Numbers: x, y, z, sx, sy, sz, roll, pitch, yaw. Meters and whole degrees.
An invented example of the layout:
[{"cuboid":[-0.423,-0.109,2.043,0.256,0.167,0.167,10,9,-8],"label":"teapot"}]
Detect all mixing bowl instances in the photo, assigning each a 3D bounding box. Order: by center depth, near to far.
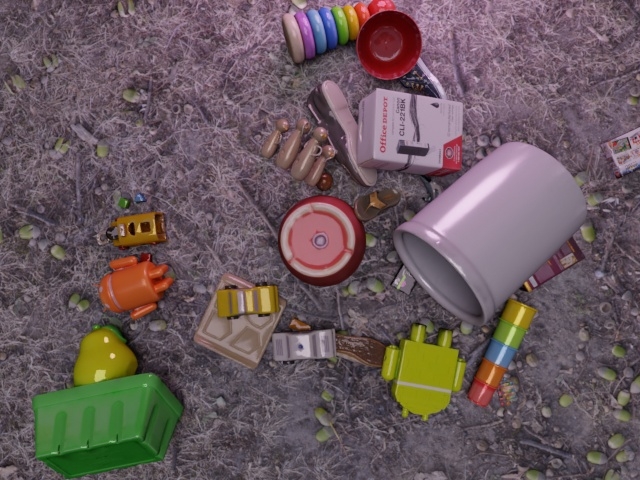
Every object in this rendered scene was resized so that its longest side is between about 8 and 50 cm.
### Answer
[{"cuboid":[0.191,-0.556,1.494,0.181,0.098,0.181,1,113,2],"label":"mixing bowl"}]

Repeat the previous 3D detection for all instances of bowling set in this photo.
[{"cuboid":[-0.027,-0.250,1.524,0.200,0.287,0.154,24,100,-39],"label":"bowling set"}]

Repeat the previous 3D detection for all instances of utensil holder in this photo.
[{"cuboid":[0.441,-0.021,1.378,0.385,0.327,0.327,-39,87,-10],"label":"utensil holder"}]

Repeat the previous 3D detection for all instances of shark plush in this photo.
[{"cuboid":[0.327,-0.129,1.545,0.067,0.073,0.161,-34,93,32],"label":"shark plush"}]

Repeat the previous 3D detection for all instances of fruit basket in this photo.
[{"cuboid":[-0.610,0.447,1.522,0.392,0.283,0.392,-7,46,7],"label":"fruit basket"}]

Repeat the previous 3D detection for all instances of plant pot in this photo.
[{"cuboid":[0.000,0.000,1.464,0.275,0.243,0.275,0,89,2],"label":"plant pot"}]

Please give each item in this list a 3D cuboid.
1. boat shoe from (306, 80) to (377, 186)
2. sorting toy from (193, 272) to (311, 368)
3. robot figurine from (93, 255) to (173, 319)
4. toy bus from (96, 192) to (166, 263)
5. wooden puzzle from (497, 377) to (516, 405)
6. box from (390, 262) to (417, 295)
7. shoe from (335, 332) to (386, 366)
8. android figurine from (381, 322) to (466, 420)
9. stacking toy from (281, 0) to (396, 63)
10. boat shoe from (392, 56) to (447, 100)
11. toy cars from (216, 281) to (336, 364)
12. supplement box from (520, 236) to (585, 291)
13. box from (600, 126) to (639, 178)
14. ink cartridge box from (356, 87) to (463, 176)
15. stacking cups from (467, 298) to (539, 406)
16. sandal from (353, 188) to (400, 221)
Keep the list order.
[{"cuboid":[0.063,-0.301,1.546,0.095,0.112,0.335,-26,87,42],"label":"boat shoe"},{"cuboid":[-0.197,0.259,1.576,0.307,0.041,0.229,25,86,3],"label":"sorting toy"},{"cuboid":[-0.550,0.139,1.549,0.219,0.158,0.128,-17,49,2],"label":"robot figurine"},{"cuboid":[-0.562,-0.029,1.563,0.191,0.104,0.202,36,91,3],"label":"toy bus"},{"cuboid":[0.546,0.444,1.547,0.049,0.006,0.083,-13,89,3],"label":"wooden puzzle"},{"cuboid":[0.252,0.110,1.544,0.062,0.052,0.083,30,90,3],"label":"box"},{"cuboid":[0.104,0.319,1.553,0.219,0.058,0.076,18,70,-1],"label":"shoe"},{"cuboid":[0.298,0.380,1.515,0.248,0.056,0.273,10,88,-10],"label":"android figurine"},{"cuboid":[0.060,-0.630,1.536,0.330,0.141,0.141,-18,88,-4],"label":"stacking toy"},{"cuboid":[0.291,-0.460,1.548,0.083,0.065,0.183,-36,81,7],"label":"boat shoe"},{"cuboid":[-0.135,0.236,1.497,0.394,0.087,0.176,35,91,9],"label":"toy cars"},{"cuboid":[0.637,0.054,1.510,0.188,0.081,0.104,-32,88,3],"label":"supplement box"},{"cuboid":[0.935,-0.273,1.521,0.207,0.036,0.114,-24,88,2],"label":"box"},{"cuboid":[0.250,-0.296,1.472,0.273,0.114,0.197,4,86,-17],"label":"ink cartridge box"},{"cuboid":[0.516,0.324,1.505,0.096,0.096,0.316,23,90,3],"label":"stacking cups"},{"cuboid":[0.166,-0.112,1.512,0.180,0.049,0.072,-25,78,-32],"label":"sandal"}]
